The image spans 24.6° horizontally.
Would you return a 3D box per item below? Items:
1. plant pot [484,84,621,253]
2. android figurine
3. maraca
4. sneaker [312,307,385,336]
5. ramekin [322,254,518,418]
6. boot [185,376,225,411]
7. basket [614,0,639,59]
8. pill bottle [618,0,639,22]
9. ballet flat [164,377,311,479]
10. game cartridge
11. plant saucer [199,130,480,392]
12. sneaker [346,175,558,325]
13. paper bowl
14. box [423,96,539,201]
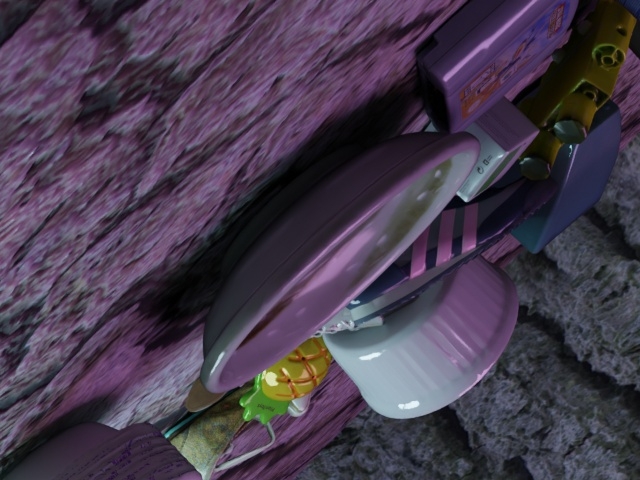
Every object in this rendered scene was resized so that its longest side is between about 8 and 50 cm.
[{"bbox_3d":[0.343,-0.134,2.188,0.165,0.166,0.234,-38,162,-26],"label":"plant pot"},{"bbox_3d":[0.324,-0.206,1.880,0.248,0.056,0.273,-50,-167,52],"label":"android figurine"},{"bbox_3d":[-0.049,0.191,2.164,0.127,0.099,0.186,22,104,-48],"label":"maraca"},{"bbox_3d":[0.020,0.092,1.998,0.262,0.121,0.099,-42,169,-1],"label":"sneaker"},{"bbox_3d":[0.132,0.103,2.103,0.277,0.135,0.277,-30,-148,22],"label":"ramekin"},{"bbox_3d":[-0.135,0.195,2.063,0.118,0.042,0.087,-43,172,2],"label":"boot"},{"bbox_3d":[0.526,-0.279,2.080,0.154,0.227,0.204,-44,170,10],"label":"basket"},{"bbox_3d":[0.388,-0.304,1.763,0.067,0.120,0.067,-41,170,-9],"label":"pill bottle"},{"bbox_3d":[-0.088,0.249,2.255,0.348,0.123,0.123,-39,169,-23],"label":"ballet flat"},{"bbox_3d":[0.196,-0.215,1.605,0.198,0.062,0.297,-38,170,0],"label":"game cartridge"},{"bbox_3d":[0.000,0.000,1.609,0.400,0.100,0.400,-41,170,-9],"label":"plant saucer"},{"bbox_3d":[0.149,-0.024,1.882,0.319,0.131,0.112,-32,178,-7],"label":"sneaker"},{"bbox_3d":[-0.283,0.323,1.690,0.284,0.148,0.284,-42,165,-14],"label":"paper bowl"},{"bbox_3d":[0.191,-0.124,1.810,0.087,0.102,0.101,-35,165,-47],"label":"box"}]
